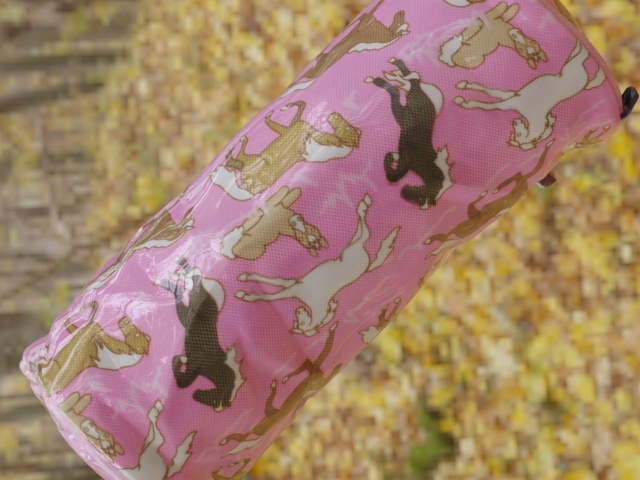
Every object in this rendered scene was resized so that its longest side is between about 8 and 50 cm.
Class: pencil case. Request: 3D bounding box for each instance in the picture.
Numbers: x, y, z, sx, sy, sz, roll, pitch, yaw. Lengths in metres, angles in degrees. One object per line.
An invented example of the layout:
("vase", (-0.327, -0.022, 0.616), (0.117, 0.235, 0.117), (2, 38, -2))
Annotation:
("pencil case", (0.000, 0.000, 1.108), (0.167, 0.386, 0.160), (48, 175, -19))
